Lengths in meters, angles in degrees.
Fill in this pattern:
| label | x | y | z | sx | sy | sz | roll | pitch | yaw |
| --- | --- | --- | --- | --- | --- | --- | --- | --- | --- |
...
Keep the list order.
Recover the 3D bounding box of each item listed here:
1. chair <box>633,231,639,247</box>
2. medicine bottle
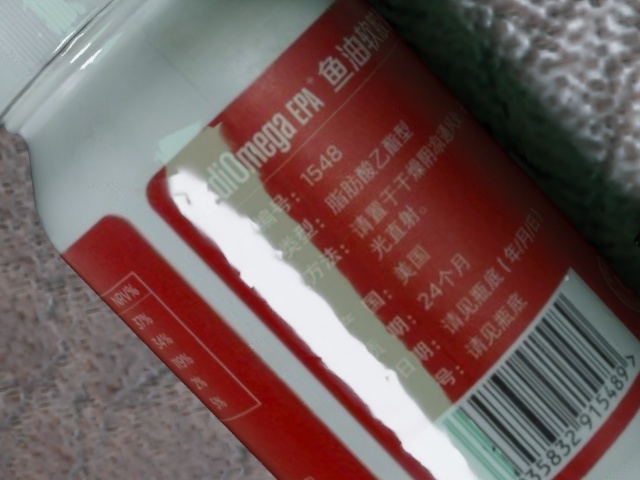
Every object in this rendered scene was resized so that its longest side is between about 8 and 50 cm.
| label | x | y | z | sx | sy | sz | roll | pitch | yaw |
| --- | --- | --- | --- | --- | --- | --- | --- | --- | --- |
| chair | 0.233 | 0.080 | 0.510 | 0.155 | 0.141 | 0.260 | -31 | 104 | 19 |
| medicine bottle | 0.000 | 0.000 | 0.529 | 0.131 | 0.131 | 0.250 | -41 | 97 | 21 |
